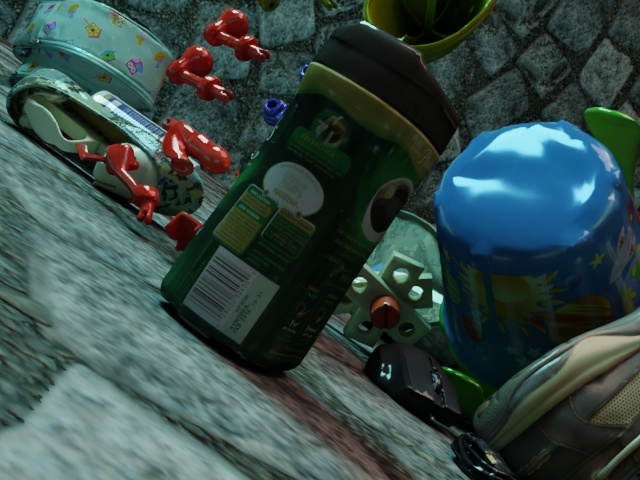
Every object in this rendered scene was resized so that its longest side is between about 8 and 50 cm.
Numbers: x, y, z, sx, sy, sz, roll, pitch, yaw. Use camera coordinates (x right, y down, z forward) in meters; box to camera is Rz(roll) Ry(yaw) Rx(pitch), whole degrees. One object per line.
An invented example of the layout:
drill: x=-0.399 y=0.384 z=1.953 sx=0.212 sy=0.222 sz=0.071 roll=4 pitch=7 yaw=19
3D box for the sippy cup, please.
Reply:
sippy cup: x=0.211 y=0.015 z=0.957 sx=0.224 sy=0.240 sz=0.306 roll=61 pitch=21 yaw=-49

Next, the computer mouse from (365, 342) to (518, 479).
computer mouse: x=0.094 y=0.124 z=0.756 sx=0.071 sy=0.041 sz=0.242 roll=35 pitch=2 yaw=-21

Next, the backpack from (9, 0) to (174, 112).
backpack: x=-0.279 y=-0.216 z=1.236 sx=0.166 sy=0.144 sz=0.188 roll=36 pitch=-22 yaw=-35

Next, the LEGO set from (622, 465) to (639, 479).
LEGO set: x=0.354 y=0.199 z=0.829 sx=0.182 sy=0.244 sz=0.060 roll=39 pitch=-26 yaw=32

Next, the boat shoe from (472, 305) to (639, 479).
boat shoe: x=0.294 y=0.110 z=0.820 sx=0.130 sy=0.355 sz=0.132 roll=59 pitch=-16 yaw=16

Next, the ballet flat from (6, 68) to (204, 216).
ballet flat: x=-0.185 y=-0.075 z=0.838 sx=0.188 sy=0.070 sz=0.070 roll=33 pitch=1 yaw=9

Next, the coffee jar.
coffee jar: x=-0.001 y=-0.024 z=0.545 sx=0.079 sy=0.184 sz=0.096 roll=35 pitch=1 yaw=21

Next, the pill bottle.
pill bottle: x=-0.180 y=-0.087 z=0.975 sx=0.120 sy=0.067 sz=0.067 roll=35 pitch=1 yaw=5

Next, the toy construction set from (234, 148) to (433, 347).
toy construction set: x=0.000 y=0.000 z=1.077 sx=0.215 sy=0.151 sz=0.328 roll=61 pitch=-2 yaw=-23

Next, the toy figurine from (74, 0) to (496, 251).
toy figurine: x=0.000 y=-0.075 z=0.855 sx=0.191 sy=0.362 sz=0.217 roll=27 pitch=-29 yaw=30

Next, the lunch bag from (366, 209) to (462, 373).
lunch bag: x=0.185 y=0.096 z=1.303 sx=0.235 sy=0.169 sz=0.287 roll=34 pitch=-3 yaw=-34
